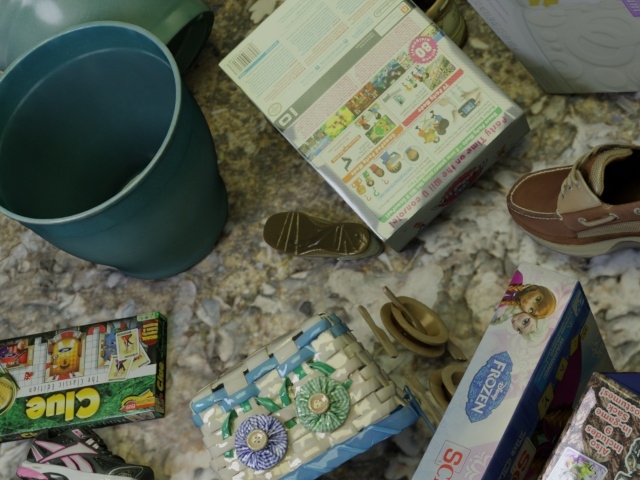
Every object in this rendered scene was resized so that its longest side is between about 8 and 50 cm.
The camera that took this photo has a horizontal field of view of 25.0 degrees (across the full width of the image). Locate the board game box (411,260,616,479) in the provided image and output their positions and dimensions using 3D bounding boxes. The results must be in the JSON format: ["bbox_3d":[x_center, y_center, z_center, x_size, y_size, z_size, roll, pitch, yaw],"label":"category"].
[{"bbox_3d":[0.185,0.229,1.390,0.066,0.318,0.318,20,72,29],"label":"board game box"}]

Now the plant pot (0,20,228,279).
[{"bbox_3d":[-0.241,-0.086,1.767,0.272,0.255,0.271,-10,61,18],"label":"plant pot"}]

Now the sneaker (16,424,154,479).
[{"bbox_3d":[-0.276,0.255,1.703,0.178,0.072,0.077,4,68,22],"label":"sneaker"}]

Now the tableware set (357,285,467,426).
[{"bbox_3d":[0.135,0.126,1.579,0.039,0.128,0.194,-55,52,26],"label":"tableware set"}]

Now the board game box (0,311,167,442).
[{"bbox_3d":[-0.315,0.173,1.792,0.260,0.030,0.136,-11,62,16],"label":"board game box"}]

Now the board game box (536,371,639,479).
[{"bbox_3d":[0.286,0.278,1.316,0.141,0.232,0.291,32,103,32],"label":"board game box"}]

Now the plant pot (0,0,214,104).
[{"bbox_3d":[-0.265,-0.288,1.899,0.196,0.293,0.293,37,79,6],"label":"plant pot"}]

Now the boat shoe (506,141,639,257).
[{"bbox_3d":[0.323,-0.057,1.563,0.324,0.116,0.123,3,51,50],"label":"boat shoe"}]

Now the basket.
[{"bbox_3d":[0.004,0.243,1.541,0.255,0.201,0.289,-34,90,2],"label":"basket"}]

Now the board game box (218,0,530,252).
[{"bbox_3d":[0.064,-0.171,1.724,0.224,0.097,0.303,-43,74,3],"label":"board game box"}]

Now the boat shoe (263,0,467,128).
[{"bbox_3d":[0.044,-0.239,1.838,0.285,0.089,0.104,-29,56,5],"label":"boat shoe"}]

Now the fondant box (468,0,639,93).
[{"bbox_3d":[0.341,-0.268,1.595,0.330,0.238,0.096,3,62,44],"label":"fondant box"}]

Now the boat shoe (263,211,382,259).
[{"bbox_3d":[0.001,-0.002,1.759,0.153,0.048,0.056,3,76,30],"label":"boat shoe"}]
